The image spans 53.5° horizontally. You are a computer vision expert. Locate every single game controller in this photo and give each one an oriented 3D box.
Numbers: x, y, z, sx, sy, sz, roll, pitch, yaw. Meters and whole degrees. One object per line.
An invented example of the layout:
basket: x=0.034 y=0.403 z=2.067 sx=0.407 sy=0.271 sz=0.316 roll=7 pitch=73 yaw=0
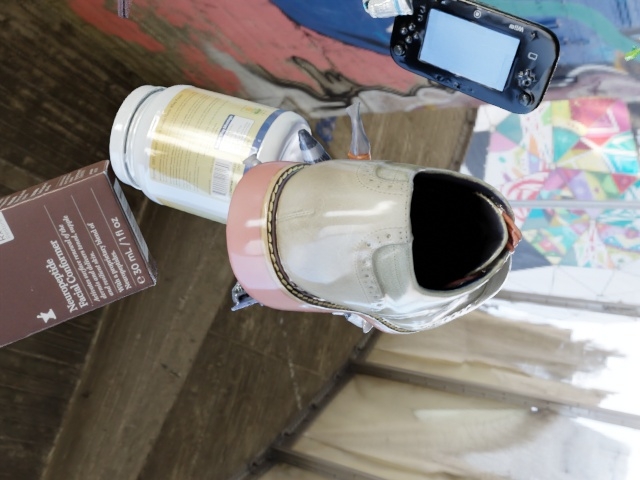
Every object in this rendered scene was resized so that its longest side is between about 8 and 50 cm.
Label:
game controller: x=0.276 y=-0.355 z=1.171 sx=0.067 sy=0.319 sz=0.166 roll=-46 pitch=-26 yaw=-35

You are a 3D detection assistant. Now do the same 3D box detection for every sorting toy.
sorting toy: x=0.408 y=-0.252 z=0.775 sx=0.083 sy=0.012 sz=0.062 roll=-49 pitch=-17 yaw=28

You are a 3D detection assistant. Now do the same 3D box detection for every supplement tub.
supplement tub: x=-0.195 y=-0.154 z=1.164 sx=0.228 sy=0.316 sz=0.228 roll=17 pitch=-90 yaw=-76

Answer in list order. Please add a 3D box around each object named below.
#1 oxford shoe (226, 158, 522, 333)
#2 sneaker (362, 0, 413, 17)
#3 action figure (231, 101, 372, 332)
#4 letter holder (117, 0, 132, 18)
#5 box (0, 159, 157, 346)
oxford shoe: x=0.092 y=0.014 z=0.473 sx=0.348 sy=0.130 sz=0.123 roll=4 pitch=-95 yaw=-55
sneaker: x=0.114 y=-0.422 z=1.091 sx=0.190 sy=0.083 sz=0.071 roll=-70 pitch=-36 yaw=-61
action figure: x=0.000 y=0.000 z=0.982 sx=0.341 sy=0.178 sz=0.330 roll=-28 pitch=-82 yaw=-9
letter holder: x=-0.193 y=-0.343 z=0.479 sx=0.152 sy=0.302 sz=0.214 roll=11 pitch=-108 yaw=-17
box: x=-0.459 y=0.037 z=0.940 sx=0.381 sy=0.143 sz=0.191 roll=-23 pitch=-71 yaw=-9
